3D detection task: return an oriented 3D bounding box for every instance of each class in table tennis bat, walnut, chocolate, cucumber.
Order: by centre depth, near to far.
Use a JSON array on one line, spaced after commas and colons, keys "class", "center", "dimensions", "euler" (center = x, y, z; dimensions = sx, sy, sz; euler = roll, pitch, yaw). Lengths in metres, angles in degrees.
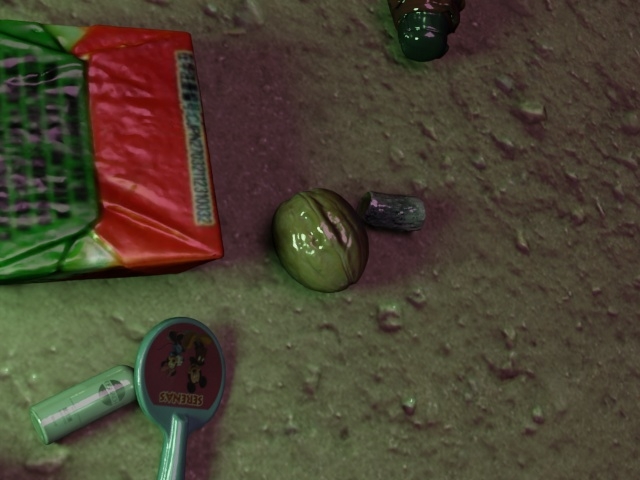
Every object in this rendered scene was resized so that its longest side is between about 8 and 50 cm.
[{"class": "table tennis bat", "center": [-0.193, 0.225, 1.154], "dimensions": [0.153, 0.040, 0.244], "euler": [20, 67, -44]}, {"class": "chocolate", "center": [-0.332, -0.107, 1.163], "dimensions": [0.341, 0.161, 0.360], "euler": [-3, 73, -25]}, {"class": "walnut", "center": [0.000, 0.000, 1.289], "dimensions": [0.140, 0.140, 0.162], "euler": [-23, 72, -29]}, {"class": "cucumber", "center": [0.116, -0.048, 1.403], "dimensions": [0.112, 0.064, 0.064], "euler": [4, 69, -20]}]

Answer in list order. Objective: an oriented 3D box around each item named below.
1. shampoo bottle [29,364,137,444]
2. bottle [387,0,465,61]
[{"class": "shampoo bottle", "center": [-0.284, 0.201, 1.128], "dimensions": [0.195, 0.056, 0.056], "euler": [-26, 83, -30]}, {"class": "bottle", "center": [0.188, -0.458, 1.542], "dimensions": [0.156, 0.143, 0.271], "euler": [12, 67, -20]}]
